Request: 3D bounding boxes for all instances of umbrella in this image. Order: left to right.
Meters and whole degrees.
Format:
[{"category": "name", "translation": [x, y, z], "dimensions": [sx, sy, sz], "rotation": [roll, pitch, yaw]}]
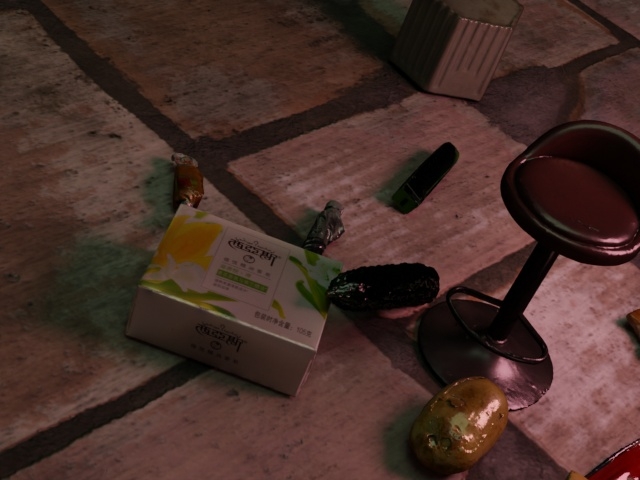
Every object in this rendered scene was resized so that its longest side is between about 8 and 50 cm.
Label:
[{"category": "umbrella", "translation": [0.000, 0.000, 1.707], "dimensions": [0.050, 0.046, 0.188], "rotation": [38, 37, -8]}]

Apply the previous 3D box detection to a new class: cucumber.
[{"category": "cucumber", "translation": [0.093, 0.070, 1.562], "dimensions": [0.072, 0.072, 0.300], "rotation": [41, 19, 22]}]

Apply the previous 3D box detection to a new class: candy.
[{"category": "candy", "translation": [-0.212, -0.078, 1.699], "dimensions": [0.053, 0.046, 0.182], "rotation": [6, 37, -13]}]

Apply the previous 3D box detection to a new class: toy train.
[{"category": "toy train", "translation": [0.190, -0.115, 1.918], "dimensions": [0.044, 0.042, 0.209], "rotation": [49, 41, -3]}]

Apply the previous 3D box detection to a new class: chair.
[{"category": "chair", "translation": [0.311, 0.033, 1.526], "dimensions": [0.227, 0.401, 0.226], "rotation": [13, 40, -11]}]

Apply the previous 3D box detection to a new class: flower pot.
[{"category": "flower pot", "translation": [0.278, -0.423, 2.189], "dimensions": [0.239, 0.189, 0.209], "rotation": [7, 41, -17]}]

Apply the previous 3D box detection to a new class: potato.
[{"category": "potato", "translation": [0.193, 0.253, 1.472], "dimensions": [0.170, 0.080, 0.107], "rotation": [-29, 71, -38]}]

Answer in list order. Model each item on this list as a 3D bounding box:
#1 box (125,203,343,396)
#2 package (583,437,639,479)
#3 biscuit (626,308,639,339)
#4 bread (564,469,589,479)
[{"category": "box", "translation": [-0.118, 0.081, 1.510], "dimensions": [0.260, 0.111, 0.194], "rotation": [18, 39, -1]}, {"category": "package", "translation": [0.493, 0.395, 1.468], "dimensions": [0.194, 0.071, 0.269], "rotation": [-14, 38, -38]}, {"category": "biscuit", "translation": [0.619, 0.194, 1.769], "dimensions": [0.176, 0.031, 0.228], "rotation": [-11, 50, -32]}, {"category": "bread", "translation": [0.302, 0.439, 1.244], "dimensions": [0.211, 0.183, 0.224], "rotation": [37, 44, 10]}]
